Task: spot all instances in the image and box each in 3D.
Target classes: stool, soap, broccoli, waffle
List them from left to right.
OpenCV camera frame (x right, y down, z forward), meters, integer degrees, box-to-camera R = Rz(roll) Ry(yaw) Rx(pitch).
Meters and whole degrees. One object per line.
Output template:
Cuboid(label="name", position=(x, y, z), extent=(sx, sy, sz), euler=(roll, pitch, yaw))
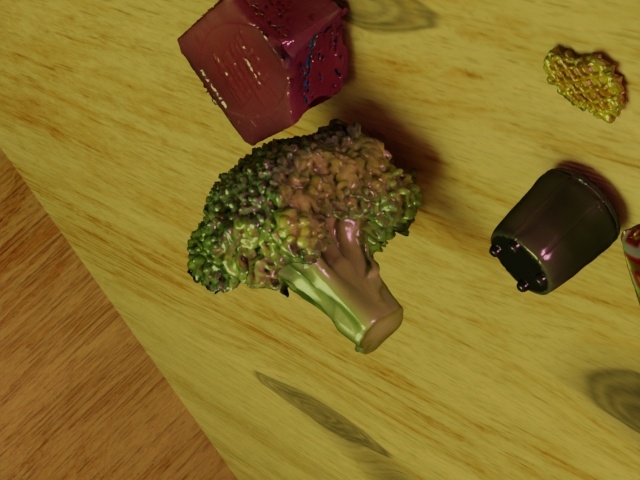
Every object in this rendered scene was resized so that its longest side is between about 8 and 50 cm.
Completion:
Cuboid(label="soap", position=(-0.052, -0.208, 1.556), extent=(0.162, 0.099, 0.250), euler=(55, 160, -6))
Cuboid(label="broccoli", position=(-0.007, -0.018, 1.595), extent=(0.260, 0.288, 0.235), euler=(31, 138, 42))
Cuboid(label="stool", position=(0.221, -0.007, 1.365), extent=(0.096, 0.110, 0.096), euler=(43, 164, 16))
Cuboid(label="waffle", position=(0.226, -0.136, 1.239), extent=(0.085, 0.016, 0.078), euler=(30, 155, 39))

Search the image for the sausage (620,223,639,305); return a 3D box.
Cuboid(label="sausage", position=(0.346, 0.074, 1.257), extent=(0.125, 0.117, 0.317), euler=(31, 157, 50))
